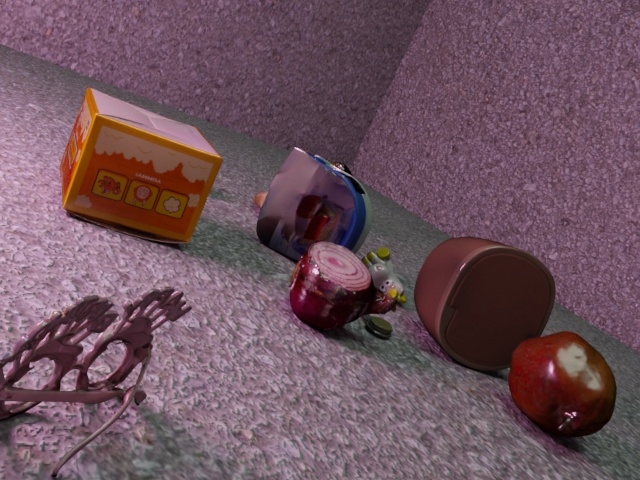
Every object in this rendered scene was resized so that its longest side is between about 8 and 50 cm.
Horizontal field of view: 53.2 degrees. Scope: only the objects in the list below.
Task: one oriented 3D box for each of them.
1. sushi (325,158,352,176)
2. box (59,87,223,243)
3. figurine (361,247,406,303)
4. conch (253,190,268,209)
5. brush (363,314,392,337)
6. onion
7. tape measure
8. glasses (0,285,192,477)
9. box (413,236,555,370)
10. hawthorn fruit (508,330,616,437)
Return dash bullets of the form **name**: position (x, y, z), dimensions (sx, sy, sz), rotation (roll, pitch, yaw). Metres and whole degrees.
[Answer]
- **sushi**: position (0.020, -0.184, 2.339), dimensions (0.200, 0.204, 0.213), rotation (10, 35, 40)
- **box**: position (-0.386, -0.157, 1.339), dimensions (0.260, 0.213, 0.283), rotation (16, 14, -28)
- **figurine**: position (0.175, 0.101, 1.708), dimensions (0.129, 0.109, 0.178), rotation (45, 9, -20)
- **conch**: position (-0.112, -0.099, 1.944), dimensions (0.158, 0.127, 0.255), rotation (-17, 8, -22)
- **brush**: position (0.091, 0.148, 1.467), dimensions (0.062, 0.027, 0.266), rotation (20, 13, -29)
- **onion**: position (0.044, 0.109, 1.277), dimensions (0.218, 0.139, 0.195), rotation (25, 16, -5)
- **tape measure**: position (-0.002, -0.069, 1.635), dimensions (0.262, 0.259, 0.138), rotation (30, 13, 17)
- **glasses**: position (-0.215, 0.124, 0.638), dimensions (0.095, 0.162, 0.255), rotation (34, 15, 18)
- **box**: position (0.368, 0.135, 1.515), dimensions (0.301, 0.301, 0.216), rotation (22, 5, -19)
- **hawthorn fruit**: position (0.481, 0.304, 1.275), dimensions (0.208, 0.208, 0.248), rotation (26, 29, 0)
